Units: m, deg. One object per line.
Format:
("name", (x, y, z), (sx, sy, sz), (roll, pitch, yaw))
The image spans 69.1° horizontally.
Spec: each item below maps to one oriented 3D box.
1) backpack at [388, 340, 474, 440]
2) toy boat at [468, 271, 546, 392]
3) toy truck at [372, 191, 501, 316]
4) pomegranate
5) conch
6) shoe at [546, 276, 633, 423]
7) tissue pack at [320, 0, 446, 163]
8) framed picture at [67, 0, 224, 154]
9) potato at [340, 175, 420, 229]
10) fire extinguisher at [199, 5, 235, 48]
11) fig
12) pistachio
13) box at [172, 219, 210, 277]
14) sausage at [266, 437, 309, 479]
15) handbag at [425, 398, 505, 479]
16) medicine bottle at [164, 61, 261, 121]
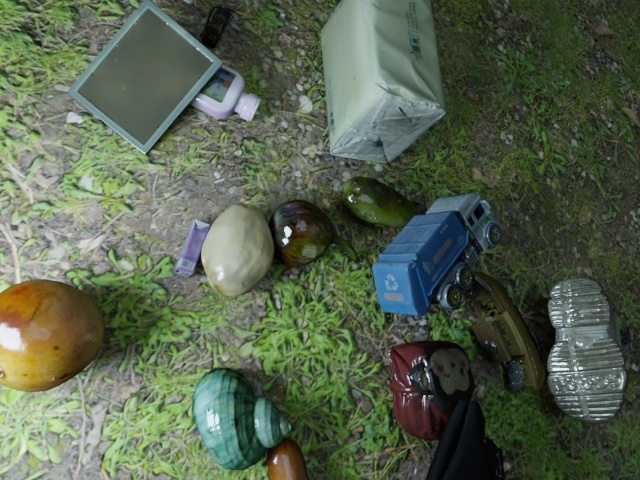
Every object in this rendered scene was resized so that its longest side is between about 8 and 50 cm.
("backpack", (0.243, 0.331, 1.028), (0.230, 0.139, 0.228), (10, 74, -38))
("toy boat", (0.444, 0.228, 1.155), (0.122, 0.089, 0.320), (-23, 85, -34))
("toy truck", (0.280, 0.032, 1.104), (0.367, 0.146, 0.175), (-45, 114, -29))
("pomegranate", (-0.466, 0.159, 0.782), (0.192, 0.191, 0.191), (6, 71, -19))
("conch", (-0.154, 0.336, 0.879), (0.188, 0.122, 0.175), (30, 41, -14))
("shoe", (0.691, 0.279, 1.180), (0.198, 0.172, 0.350), (22, 70, -48))
("tissue pack", (0.141, -0.421, 1.138), (0.208, 0.297, 0.379), (4, 71, -22))
("framed picture", (-0.379, -0.356, 1.015), (0.217, 0.017, 0.274), (42, 89, -6))
("potato", (0.150, -0.088, 1.147), (0.226, 0.090, 0.117), (16, 62, -23))
("fire extinguisher", (-0.259, -0.543, 1.167), (0.056, 0.039, 0.132), (26, 66, -21))
("fig", (0.000, 0.000, 1.048), (0.246, 0.149, 0.149), (16, 68, -28))
("pistachio", (-0.169, 0.023, 0.972), (0.145, 0.117, 0.200), (12, 63, -1))
("box", (-0.271, 0.017, 0.973), (0.036, 0.051, 0.117), (23, 65, -21))
("sausage", (-0.057, 0.482, 0.893), (0.077, 0.076, 0.197), (-7, 75, -23))
("handbag", (0.295, 0.504, 0.941), (0.287, 0.152, 0.342), (-59, 134, -34))
("medicine bottle", (-0.249, -0.356, 1.086), (0.219, 0.078, 0.115), (26, 72, -12))
